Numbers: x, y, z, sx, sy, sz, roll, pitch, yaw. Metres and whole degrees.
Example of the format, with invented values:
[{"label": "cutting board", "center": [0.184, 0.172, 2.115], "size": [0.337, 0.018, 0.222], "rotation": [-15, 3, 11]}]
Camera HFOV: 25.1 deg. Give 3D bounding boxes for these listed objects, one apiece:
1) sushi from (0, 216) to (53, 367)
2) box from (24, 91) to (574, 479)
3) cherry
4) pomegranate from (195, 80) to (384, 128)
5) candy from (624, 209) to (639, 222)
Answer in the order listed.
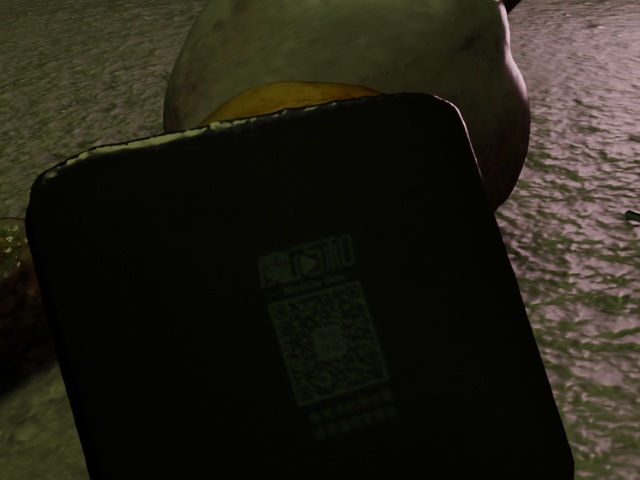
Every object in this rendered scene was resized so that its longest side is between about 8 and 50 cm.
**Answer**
[{"label": "sushi", "center": [-0.268, 0.052, 1.130], "size": [0.161, 0.107, 0.241], "rotation": [-12, 17, -18]}, {"label": "box", "center": [-0.008, 0.064, 0.859], "size": [0.290, 0.288, 0.073], "rotation": [-14, -8, -25]}, {"label": "cherry", "center": [0.021, -0.140, 1.293], "size": [0.335, 0.326, 0.291], "rotation": [-2, -2, -16]}, {"label": "pomegranate", "center": [0.000, 0.000, 1.063], "size": [0.260, 0.260, 0.260], "rotation": [-2, 21, 1]}, {"label": "candy", "center": [0.320, -0.009, 1.318], "size": [0.058, 0.062, 0.194], "rotation": [-30, 16, -5]}]
